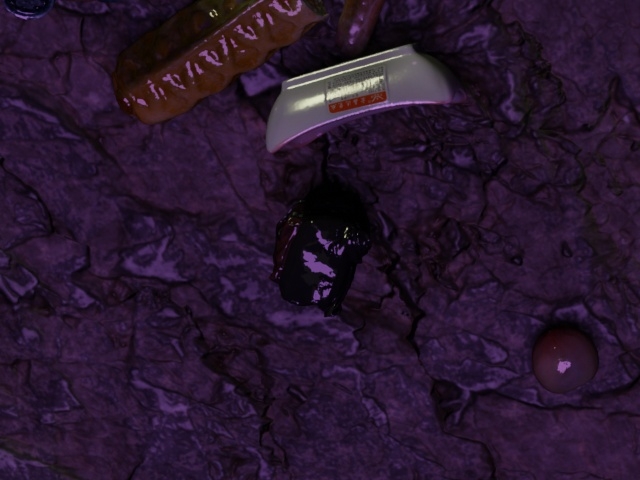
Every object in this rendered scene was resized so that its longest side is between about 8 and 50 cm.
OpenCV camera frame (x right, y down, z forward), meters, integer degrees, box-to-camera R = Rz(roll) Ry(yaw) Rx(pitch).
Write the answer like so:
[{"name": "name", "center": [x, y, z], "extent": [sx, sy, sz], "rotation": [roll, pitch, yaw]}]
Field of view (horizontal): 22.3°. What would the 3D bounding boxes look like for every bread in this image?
[{"name": "bread", "center": [-0.118, -0.220, 1.794], "extent": [0.269, 0.087, 0.098], "rotation": [-31, 113, 21]}]

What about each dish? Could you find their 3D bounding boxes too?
[{"name": "dish", "center": [0.044, -0.160, 1.782], "extent": [0.212, 0.151, 0.077], "rotation": [-15, 92, 13]}]

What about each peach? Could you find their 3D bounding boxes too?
[{"name": "peach", "center": [0.290, 0.141, 1.939], "extent": [0.083, 0.083, 0.083], "rotation": [3, 117, 5]}]

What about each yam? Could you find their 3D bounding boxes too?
[{"name": "yam", "center": [0.069, -0.317, 1.746], "extent": [0.046, 0.046, 0.264], "rotation": [19, 117, -3]}]

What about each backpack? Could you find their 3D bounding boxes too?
[{"name": "backpack", "center": [-0.001, 0.003, 1.849], "extent": [0.106, 0.165, 0.120], "rotation": [18, 109, -7]}]

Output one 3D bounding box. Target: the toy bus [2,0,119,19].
[{"name": "toy bus", "center": [-0.360, -0.350, 1.694], "extent": [0.323, 0.162, 0.194], "rotation": [0, 133, 5]}]
